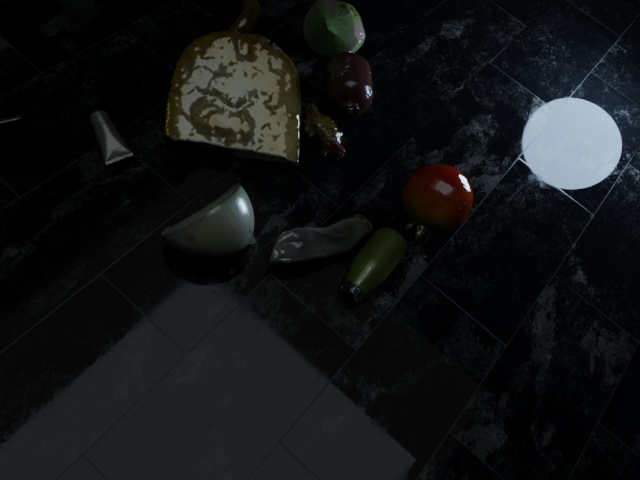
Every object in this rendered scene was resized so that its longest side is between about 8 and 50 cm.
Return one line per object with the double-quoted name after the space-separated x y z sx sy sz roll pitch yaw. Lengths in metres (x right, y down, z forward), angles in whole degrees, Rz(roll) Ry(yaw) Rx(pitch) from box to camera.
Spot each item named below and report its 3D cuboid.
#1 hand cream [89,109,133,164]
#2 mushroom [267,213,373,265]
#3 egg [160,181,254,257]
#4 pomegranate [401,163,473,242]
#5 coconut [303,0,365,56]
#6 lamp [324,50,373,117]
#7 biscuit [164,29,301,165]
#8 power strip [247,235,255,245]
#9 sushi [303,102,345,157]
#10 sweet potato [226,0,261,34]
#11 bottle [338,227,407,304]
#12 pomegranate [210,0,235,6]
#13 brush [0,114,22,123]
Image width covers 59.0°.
-0.656 -0.324 1.744 0.087 0.054 0.186 -25 77 -19 "hand cream"
0.002 0.002 1.700 0.351 0.097 0.109 -14 69 -24 "mushroom"
-0.287 -0.028 1.598 0.271 0.206 0.162 -38 108 -18 "egg"
0.355 -0.115 1.777 0.221 0.221 0.257 28 88 3 "pomegranate"
0.048 -0.760 2.037 0.204 0.236 0.236 -26 65 18 "coconut"
0.092 -0.534 1.966 0.180 0.180 0.258 5 64 -11 "lamp"
-0.276 -0.465 1.830 0.429 0.104 0.446 2 81 -8 "biscuit"
-0.219 -0.021 1.700 0.027 0.017 0.083 -15 67 -21 "power strip"
0.004 -0.362 1.893 0.097 0.103 0.226 -12 60 -48 "sushi"
-0.279 -0.816 2.082 0.108 0.079 0.346 4 59 22 "sweet potato"
0.150 0.079 1.678 0.112 0.112 0.260 37 61 8 "bottle"
-0.377 -0.937 2.096 0.169 0.148 0.148 10 54 32 "pomegranate"
-0.986 -0.337 1.685 0.190 0.028 0.034 -25 34 -29 "brush"
